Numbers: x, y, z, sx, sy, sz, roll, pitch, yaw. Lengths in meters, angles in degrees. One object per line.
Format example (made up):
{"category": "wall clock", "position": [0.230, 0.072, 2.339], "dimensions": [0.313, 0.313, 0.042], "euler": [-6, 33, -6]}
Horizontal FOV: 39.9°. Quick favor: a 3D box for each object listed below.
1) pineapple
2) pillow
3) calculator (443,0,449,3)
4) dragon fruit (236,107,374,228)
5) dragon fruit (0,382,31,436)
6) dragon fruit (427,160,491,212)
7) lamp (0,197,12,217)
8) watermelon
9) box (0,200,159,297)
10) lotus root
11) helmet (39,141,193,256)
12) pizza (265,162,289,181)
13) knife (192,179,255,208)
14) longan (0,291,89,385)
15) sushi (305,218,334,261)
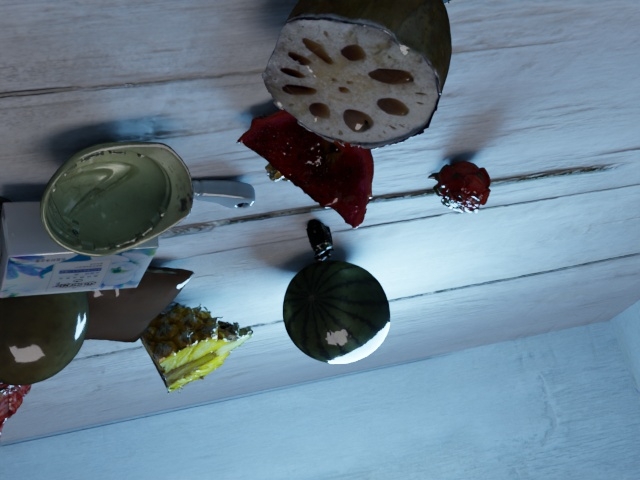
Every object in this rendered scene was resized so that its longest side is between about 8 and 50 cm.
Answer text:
{"category": "pineapple", "position": [-0.353, 0.245, 2.434], "dimensions": [0.286, 0.209, 0.344], "euler": [-28, 160, -16]}
{"category": "pillow", "position": [-0.501, 0.153, 2.101], "dimensions": [0.308, 0.108, 0.305], "euler": [5, 140, -43]}
{"category": "calculator", "position": [0.136, -0.362, 1.326], "dimensions": [0.141, 0.019, 0.094], "euler": [-18, 159, 14]}
{"category": "dragon fruit", "position": [0.021, -0.174, 1.561], "dimensions": [0.211, 0.262, 0.134], "euler": [-48, -175, 25]}
{"category": "dragon fruit", "position": [-0.888, 0.397, 2.311], "dimensions": [0.302, 0.330, 0.240], "euler": [-5, 180, -29]}
{"category": "dragon fruit", "position": [0.316, -0.116, 1.953], "dimensions": [0.121, 0.130, 0.142], "euler": [-21, -160, -1]}
{"category": "lamp", "position": [-0.695, -0.035, 1.502], "dimensions": [0.130, 0.108, 0.371], "euler": [-27, 156, 24]}
{"category": "watermelon", "position": [0.047, 0.194, 2.367], "dimensions": [0.279, 0.279, 0.359], "euler": [-22, 161, 20]}
{"category": "box", "position": [-0.468, 0.014, 1.677], "dimensions": [0.274, 0.116, 0.203], "euler": [-3, 158, -27]}
{"category": "lotus root", "position": [0.060, -0.278, 1.257], "dimensions": [0.272, 0.192, 0.272], "euler": [14, 156, 6]}
{"category": "helmet", "position": [-0.361, -0.095, 1.536], "dimensions": [0.257, 0.137, 0.204], "euler": [-19, 122, -11]}
{"category": "pizza", "position": [-0.008, -0.152, 1.738], "dimensions": [0.185, 0.052, 0.195], "euler": [-25, 154, 9]}
{"category": "knife", "position": [-0.286, -0.097, 1.728], "dimensions": [0.331, 0.044, 0.080], "euler": [4, 161, -27]}
{"category": "longan", "position": [-0.624, 0.154, 1.830], "dimensions": [0.297, 0.297, 0.297], "euler": [-12, 160, -5]}
{"category": "sushi", "position": [0.000, 0.000, 2.097], "dimensions": [0.056, 0.084, 0.083], "euler": [-16, 158, 2]}
